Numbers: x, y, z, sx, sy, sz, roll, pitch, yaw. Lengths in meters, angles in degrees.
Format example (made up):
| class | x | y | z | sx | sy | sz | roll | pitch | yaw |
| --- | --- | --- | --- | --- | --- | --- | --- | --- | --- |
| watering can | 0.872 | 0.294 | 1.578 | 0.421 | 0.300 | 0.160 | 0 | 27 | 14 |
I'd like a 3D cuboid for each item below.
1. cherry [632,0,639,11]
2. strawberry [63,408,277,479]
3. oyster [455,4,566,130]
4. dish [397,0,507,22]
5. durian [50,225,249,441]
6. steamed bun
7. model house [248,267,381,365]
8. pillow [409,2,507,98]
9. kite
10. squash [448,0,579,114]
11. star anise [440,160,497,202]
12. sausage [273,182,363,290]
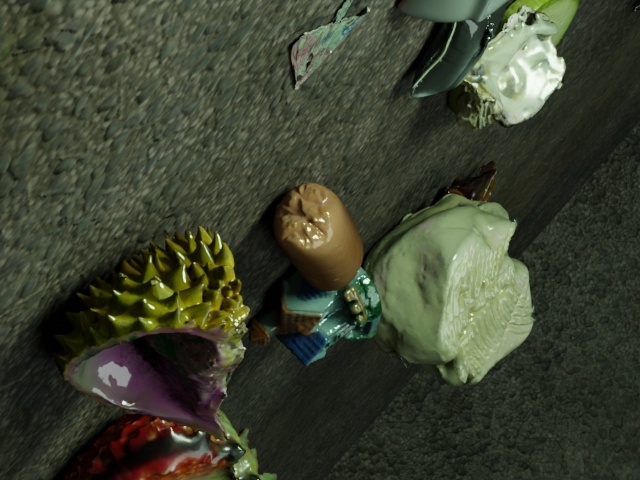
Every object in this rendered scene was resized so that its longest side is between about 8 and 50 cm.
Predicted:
| class | x | y | z | sx | sy | sz | roll | pitch | yaw |
| --- | --- | --- | --- | --- | --- | --- | --- | --- | --- |
| cherry | 0.549 | -0.399 | 2.480 | 0.107 | 0.090 | 0.225 | -57 | 180 | -22 |
| strawberry | -0.223 | 0.269 | 1.766 | 0.306 | 0.137 | 0.233 | -25 | 149 | 7 |
| oyster | 0.205 | -0.207 | 1.839 | 0.191 | 0.081 | 0.163 | 22 | 93 | -52 |
| dish | 0.181 | -0.291 | 1.511 | 0.212 | 0.077 | 0.151 | -40 | 164 | -36 |
| durian | -0.152 | 0.081 | 1.378 | 0.186 | 0.154 | 0.260 | -13 | 156 | -31 |
| steamed bun | 0.172 | 0.069 | 2.285 | 0.275 | 0.206 | 0.320 | -50 | 140 | -30 |
| model house | -0.014 | 0.094 | 1.950 | 0.149 | 0.119 | 0.148 | -37 | 165 | -17 |
| pillow | 0.150 | -0.213 | 1.705 | 0.135 | 0.055 | 0.091 | -56 | -176 | 37 |
| kite | 0.012 | -0.190 | 1.391 | 0.139 | 0.011 | 0.156 | -35 | 162 | -55 |
| squash | 0.243 | -0.238 | 1.978 | 0.219 | 0.041 | 0.219 | -46 | 167 | -14 |
| star anise | 0.226 | -0.063 | 2.423 | 0.157 | 0.053 | 0.212 | -45 | 164 | -2 |
| sausage | 0.001 | -0.001 | 1.753 | 0.086 | 0.086 | 0.289 | -48 | 167 | -3 |
